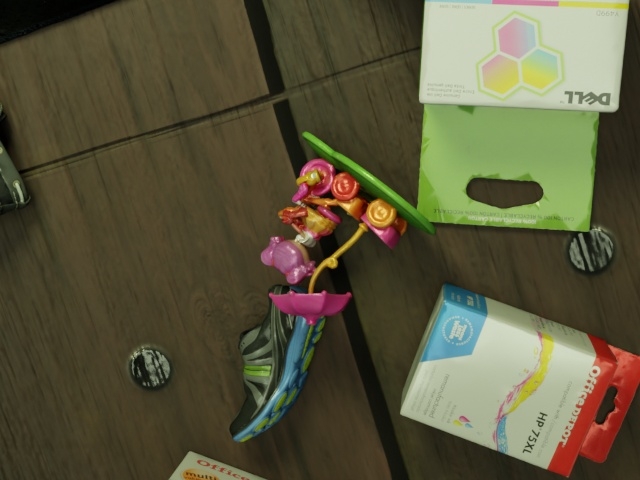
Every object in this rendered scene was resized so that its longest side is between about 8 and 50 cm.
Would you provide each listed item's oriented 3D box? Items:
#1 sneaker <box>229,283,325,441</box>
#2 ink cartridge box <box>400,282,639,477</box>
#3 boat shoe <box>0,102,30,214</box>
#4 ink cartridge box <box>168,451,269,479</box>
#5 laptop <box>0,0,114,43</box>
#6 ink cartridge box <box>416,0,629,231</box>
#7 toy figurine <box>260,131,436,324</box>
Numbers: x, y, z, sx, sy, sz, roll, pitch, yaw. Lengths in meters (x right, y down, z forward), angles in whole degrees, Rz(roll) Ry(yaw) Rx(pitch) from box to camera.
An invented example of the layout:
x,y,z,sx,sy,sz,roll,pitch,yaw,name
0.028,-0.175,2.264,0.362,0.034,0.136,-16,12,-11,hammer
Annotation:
x,y,z,sx,sy,sz,roll,pitch,yaw,name
-0.056,0.132,1.040,0.078,0.067,0.188,27,105,23,sneaker
0.213,0.150,0.991,0.231,0.078,0.134,20,103,3,ink cartridge box
-0.383,-0.135,1.032,0.079,0.084,0.233,-19,91,-27,boat shoe
-0.115,0.359,0.996,0.171,0.232,0.168,20,100,4,ink cartridge box
-0.306,-0.375,0.997,0.234,0.136,0.264,-17,123,11,laptop
0.190,-0.133,0.932,0.189,0.097,0.255,4,100,7,ink cartridge box
0.000,0.000,0.959,0.173,0.130,0.159,39,91,22,toy figurine
